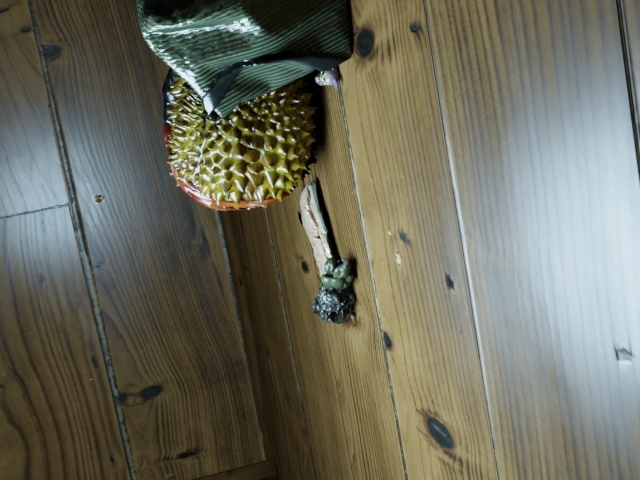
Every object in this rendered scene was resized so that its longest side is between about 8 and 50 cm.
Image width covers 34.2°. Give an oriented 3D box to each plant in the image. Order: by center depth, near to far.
[{"bbox_3d":[0.030,0.093,2.037,0.087,0.085,0.174,-73,-7,-45],"label":"plant"}]

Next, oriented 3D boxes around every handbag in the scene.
[{"bbox_3d":[-0.116,-0.372,1.721,0.247,0.340,0.240,-116,1,-54],"label":"handbag"}]

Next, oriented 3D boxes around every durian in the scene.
[{"bbox_3d":[-0.157,-0.229,2.029,0.384,0.347,0.348,74,178,-64],"label":"durian"}]

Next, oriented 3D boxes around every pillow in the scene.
[{"bbox_3d":[0.000,0.000,2.165,0.126,0.043,0.233,104,149,-74],"label":"pillow"}]

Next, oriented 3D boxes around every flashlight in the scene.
[{"bbox_3d":[0.009,-0.291,1.854,0.110,0.031,0.052,-165,63,-76],"label":"flashlight"}]
